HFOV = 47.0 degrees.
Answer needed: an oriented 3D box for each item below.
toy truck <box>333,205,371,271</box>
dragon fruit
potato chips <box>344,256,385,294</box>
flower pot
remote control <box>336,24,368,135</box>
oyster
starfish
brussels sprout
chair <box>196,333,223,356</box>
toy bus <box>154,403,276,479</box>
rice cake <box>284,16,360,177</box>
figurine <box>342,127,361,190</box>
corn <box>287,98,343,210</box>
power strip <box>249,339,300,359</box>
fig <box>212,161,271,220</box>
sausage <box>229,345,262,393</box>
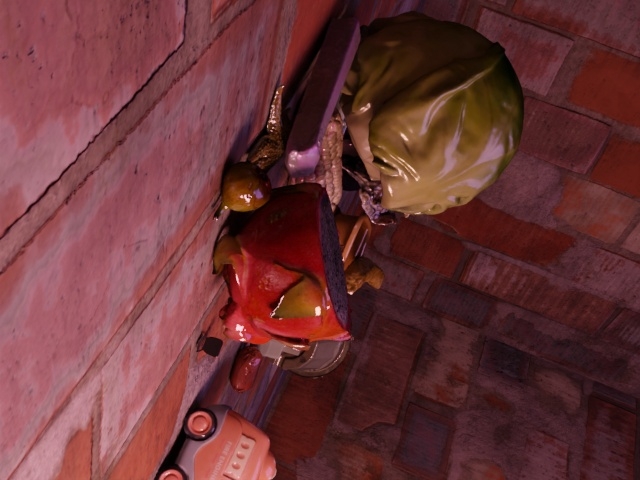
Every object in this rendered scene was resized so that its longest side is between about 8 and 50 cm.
[{"bbox_3d":[0.000,0.000,1.846,0.288,0.211,0.204,81,33,-73],"label":"toy truck"},{"bbox_3d":[-0.076,0.055,1.323,0.305,0.225,0.306,-10,90,-79],"label":"dragon fruit"},{"bbox_3d":[0.112,0.084,1.841,0.080,0.057,0.407,-63,167,4],"label":"potato chips"},{"bbox_3d":[-0.066,0.309,2.358,0.290,0.290,0.259,-68,162,3],"label":"flower pot"},{"bbox_3d":[0.055,-0.345,1.761,0.128,0.065,0.335,-51,162,-79],"label":"remote control"},{"bbox_3d":[0.153,-0.135,1.815,0.100,0.275,0.271,-26,-159,36],"label":"oyster"},{"bbox_3d":[-0.083,-0.171,1.267,0.223,0.050,0.217,-69,170,-47],"label":"starfish"},{"bbox_3d":[0.234,-0.279,1.533,0.342,0.361,0.425,49,21,-65],"label":"brussels sprout"},{"bbox_3d":[-0.214,0.206,1.439,0.086,0.042,0.037,75,33,-82],"label":"chair"},{"bbox_3d":[-0.224,0.517,1.626,0.194,0.232,0.288,107,5,-62],"label":"toy bus"},{"bbox_3d":[0.008,-0.277,1.347,0.070,0.064,0.399,91,13,-55],"label":"rice cake"},{"bbox_3d":[0.094,-0.307,1.978,0.218,0.206,0.365,-161,-112,-74],"label":"figurine"},{"bbox_3d":[-0.006,-0.177,1.572,0.335,0.126,0.127,98,15,-58],"label":"corn"},{"bbox_3d":[-0.090,0.205,2.020,0.229,0.141,0.261,-83,-166,-66],"label":"power strip"},{"bbox_3d":[-0.123,-0.074,1.128,0.098,0.082,0.084,-34,-150,23],"label":"fig"},{"bbox_3d":[-0.201,0.347,1.973,0.076,0.076,0.141,-57,166,-63],"label":"sausage"}]
